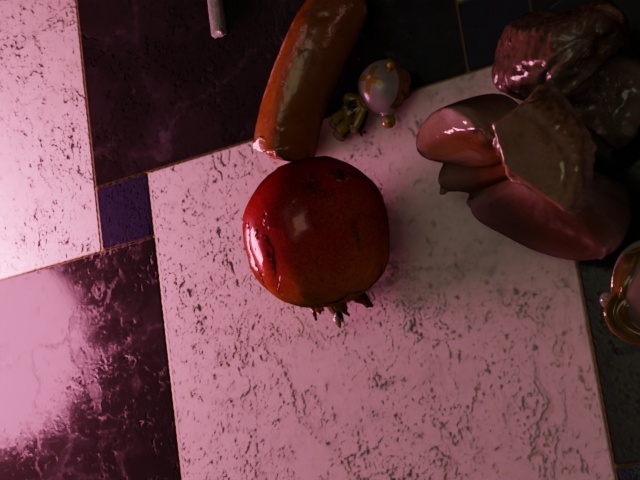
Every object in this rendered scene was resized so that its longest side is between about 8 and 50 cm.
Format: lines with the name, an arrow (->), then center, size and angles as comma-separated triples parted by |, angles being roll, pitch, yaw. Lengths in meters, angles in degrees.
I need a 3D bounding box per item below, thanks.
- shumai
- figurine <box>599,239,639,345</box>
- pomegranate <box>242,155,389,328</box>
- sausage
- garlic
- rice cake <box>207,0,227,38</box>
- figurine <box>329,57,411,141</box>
shumai -> 0.316, -0.194, 1.690 | 0.218, 0.184, 0.185 | 7, 117, 62
figurine -> 0.468, 0.037, 1.591 | 0.274, 0.133, 0.194 | -37, 90, 14
pomegranate -> 0.000, 0.000, 1.827 | 0.210, 0.210, 0.235 | 0, 123, 30
sausage -> -0.017, -0.241, 1.921 | 0.109, 0.109, 0.271 | 23, 92, 30
garlic -> 0.257, -0.081, 1.655 | 0.279, 0.325, 0.132 | 41, 83, -3
rice cake -> -0.162, -0.370, 2.070 | 0.022, 0.021, 0.121 | -17, 73, 32
figurine -> 0.067, -0.201, 1.891 | 0.143, 0.068, 0.101 | -15, 68, 45
